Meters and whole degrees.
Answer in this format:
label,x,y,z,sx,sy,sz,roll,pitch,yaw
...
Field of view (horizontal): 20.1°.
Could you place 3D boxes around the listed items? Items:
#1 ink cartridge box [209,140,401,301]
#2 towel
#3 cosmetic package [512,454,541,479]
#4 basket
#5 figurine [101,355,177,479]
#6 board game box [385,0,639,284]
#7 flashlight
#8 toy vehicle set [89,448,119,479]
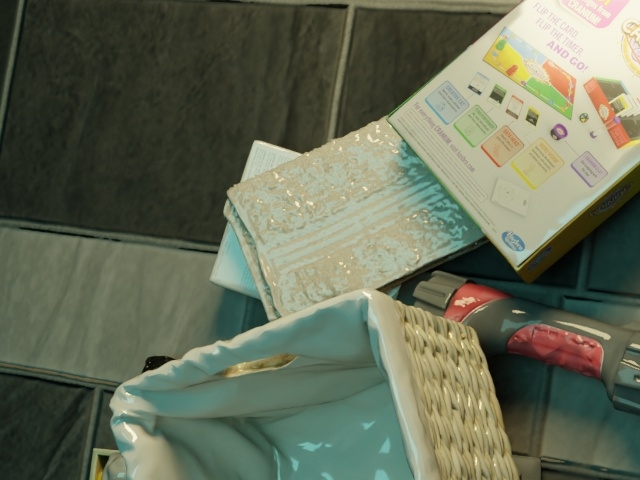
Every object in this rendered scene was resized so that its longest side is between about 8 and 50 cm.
label,x,y,z,sx,sy,sz,roll,pitch,yaw
ink cartridge box,0.000,0.000,2.128,0.224,0.056,0.181,18,90,11
towel,0.040,-0.029,2.063,0.282,0.049,0.187,-26,76,8
cosmetic package,0.096,0.424,1.967,0.284,0.097,0.377,-4,80,30
basket,0.013,0.258,1.834,0.328,0.266,0.331,-23,72,24
figurine,-0.161,0.230,2.119,0.209,0.092,0.215,1,58,37
board game box,0.266,-0.144,1.954,0.316,0.064,0.242,-40,65,5
flashlight,0.242,0.118,1.940,0.304,0.103,0.103,18,117,28
toy vehicle set,-0.163,0.342,2.154,0.267,0.035,0.166,1,82,28
